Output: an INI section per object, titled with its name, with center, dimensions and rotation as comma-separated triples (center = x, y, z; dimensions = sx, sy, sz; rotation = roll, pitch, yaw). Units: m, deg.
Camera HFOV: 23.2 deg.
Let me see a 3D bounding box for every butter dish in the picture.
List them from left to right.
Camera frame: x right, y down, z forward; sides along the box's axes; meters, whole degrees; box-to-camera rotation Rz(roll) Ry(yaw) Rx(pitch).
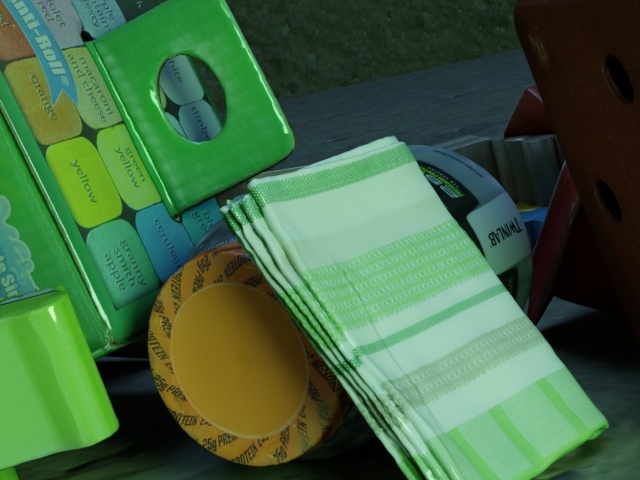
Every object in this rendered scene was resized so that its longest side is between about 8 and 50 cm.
[butter dish]
center = 0.185, -0.024, 0.783
dimensions = 0.118, 0.160, 0.160
rotation = 26, -27, 10

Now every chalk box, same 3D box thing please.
[chalk box]
center = -0.153, -0.021, 0.768
dimensions = 0.289, 0.180, 0.179
rotation = -26, 1, 27

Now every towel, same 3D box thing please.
[towel]
center = 0.042, 0.028, 0.606
dimensions = 0.113, 0.152, 0.023
rotation = -22, -19, -47

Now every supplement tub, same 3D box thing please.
[supplement tub]
center = 0.012, 0.027, 0.706
dimensions = 0.117, 0.117, 0.190
rotation = -5, 10, 29

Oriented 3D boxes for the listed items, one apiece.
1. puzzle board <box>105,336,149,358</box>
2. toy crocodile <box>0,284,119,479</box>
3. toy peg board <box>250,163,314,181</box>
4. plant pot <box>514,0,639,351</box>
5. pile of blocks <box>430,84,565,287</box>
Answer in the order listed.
[puzzle board]
center = -0.161, 0.035, 0.933
dimensions = 0.128, 0.096, 0.011
rotation = 0, 47, 35
[toy crocodile]
center = -0.241, 0.082, 0.672
dimensions = 0.341, 0.115, 0.105
rotation = -9, 15, 24
[toy peg board]
center = -0.001, -0.004, 1.116
dimensions = 0.161, 0.079, 0.160
rotation = -8, -7, 10
[plant pot]
center = 0.234, -0.058, 0.613
dimensions = 0.236, 0.267, 0.267
rotation = -25, 11, -9
[pile of blocks]
center = 0.189, -0.046, 0.925
dimensions = 0.362, 0.112, 0.149
rotation = -11, 11, 19
